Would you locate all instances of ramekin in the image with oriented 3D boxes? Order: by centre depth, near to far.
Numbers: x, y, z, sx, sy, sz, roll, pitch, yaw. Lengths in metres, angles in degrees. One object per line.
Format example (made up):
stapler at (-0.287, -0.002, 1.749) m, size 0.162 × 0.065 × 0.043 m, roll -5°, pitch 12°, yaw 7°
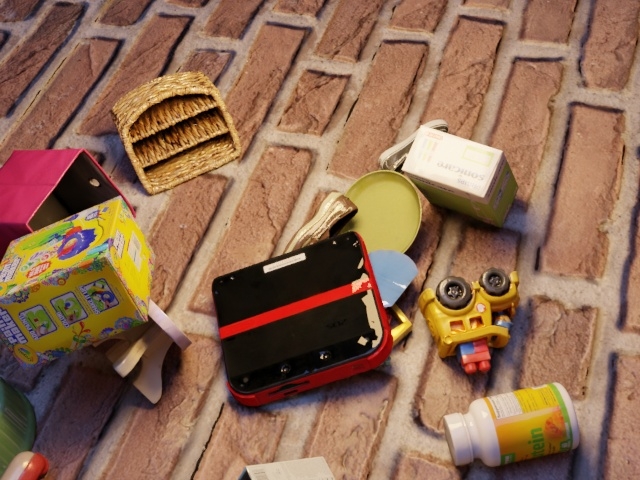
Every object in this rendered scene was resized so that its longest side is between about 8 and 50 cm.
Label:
ramekin at (-0.793, 0.408, 1.820) m, size 0.303 × 0.148 × 0.303 m, roll -4°, pitch 51°, yaw 5°

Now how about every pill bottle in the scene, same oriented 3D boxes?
pill bottle at (0.378, 0.376, 1.680) m, size 0.246 × 0.136 × 0.136 m, roll -12°, pitch 51°, yaw -1°

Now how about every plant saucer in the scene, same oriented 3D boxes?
plant saucer at (0.148, -0.052, 2.058) m, size 0.241 × 0.037 × 0.241 m, roll -10°, pitch 72°, yaw 33°

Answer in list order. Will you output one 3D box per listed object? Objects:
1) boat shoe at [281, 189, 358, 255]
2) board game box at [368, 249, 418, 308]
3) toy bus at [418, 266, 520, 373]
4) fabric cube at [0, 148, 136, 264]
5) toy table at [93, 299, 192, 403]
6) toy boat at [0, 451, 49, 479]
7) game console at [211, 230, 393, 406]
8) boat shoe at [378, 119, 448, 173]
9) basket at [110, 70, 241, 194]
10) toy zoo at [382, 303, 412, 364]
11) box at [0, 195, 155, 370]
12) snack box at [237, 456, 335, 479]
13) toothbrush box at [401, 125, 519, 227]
boat shoe at (-0.002, -0.003, 2.046) m, size 0.095 × 0.095 × 0.257 m, roll 32°, pitch 82°, yaw 20°
board game box at (0.144, 0.095, 1.957) m, size 0.133 × 0.033 × 0.168 m, roll 25°, pitch 58°, yaw 28°
toy bus at (0.349, 0.185, 1.845) m, size 0.220 × 0.149 × 0.211 m, roll -13°, pitch 64°, yaw -5°
fabric cube at (-0.668, -0.054, 2.071) m, size 0.258 × 0.254 × 0.259 m, roll 3°, pitch 51°, yaw 33°
toy table at (-0.404, 0.223, 1.873) m, size 0.252 × 0.274 × 0.161 m, roll 46°, pitch 77°, yaw -1°
toy boat at (-0.603, 0.557, 1.700) m, size 0.151 × 0.151 × 0.231 m, roll 29°, pitch 56°, yaw -6°
game console at (-0.050, 0.175, 1.907) m, size 0.387 × 0.060 × 0.342 m, roll -19°, pitch 54°, yaw 6°
boat shoe at (0.262, -0.241, 2.236) m, size 0.219 × 0.078 × 0.070 m, roll -34°, pitch 54°, yaw -8°
basket at (-0.397, -0.310, 2.295) m, size 0.299 × 0.213 × 0.223 m, roll -24°, pitch 51°, yaw -10°
toy zoo at (0.077, 0.176, 1.945) m, size 0.192 × 0.030 × 0.293 m, roll -29°, pitch 57°, yaw -14°
box at (-0.521, 0.085, 1.778) m, size 0.279 × 0.177 × 0.290 m, roll -23°, pitch 28°, yaw 4°
snack box at (-0.013, 0.558, 1.572) m, size 0.187 × 0.060 × 0.322 m, roll 3°, pitch 37°, yaw -34°
toothbrush box at (0.340, -0.147, 1.999) m, size 0.206 × 0.283 × 0.122 m, roll 22°, pitch 86°, yaw 25°
